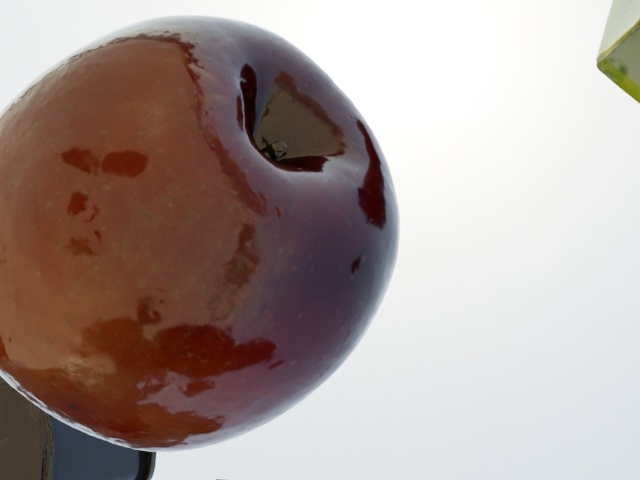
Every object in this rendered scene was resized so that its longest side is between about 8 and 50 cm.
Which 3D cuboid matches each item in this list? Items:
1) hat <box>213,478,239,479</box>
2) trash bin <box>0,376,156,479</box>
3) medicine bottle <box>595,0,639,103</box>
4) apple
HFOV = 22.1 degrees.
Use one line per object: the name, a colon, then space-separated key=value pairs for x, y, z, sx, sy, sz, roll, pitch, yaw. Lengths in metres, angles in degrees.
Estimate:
hat: x=-0.041 y=0.240 z=0.692 sx=0.130 sy=0.257 sz=0.257 roll=-131 pitch=-116 yaw=-81
trash bin: x=-0.333 y=0.244 z=2.170 sx=0.182 sy=0.290 sz=0.210 roll=-3 pitch=-89 yaw=26
medicine bottle: x=0.281 y=-0.172 z=1.038 sx=0.141 sy=0.137 sz=0.250 roll=-47 pitch=-168 yaw=40
apple: x=-0.073 y=-0.004 z=0.847 sx=0.201 sy=0.218 sz=0.218 roll=-35 pitch=-130 yaw=37
